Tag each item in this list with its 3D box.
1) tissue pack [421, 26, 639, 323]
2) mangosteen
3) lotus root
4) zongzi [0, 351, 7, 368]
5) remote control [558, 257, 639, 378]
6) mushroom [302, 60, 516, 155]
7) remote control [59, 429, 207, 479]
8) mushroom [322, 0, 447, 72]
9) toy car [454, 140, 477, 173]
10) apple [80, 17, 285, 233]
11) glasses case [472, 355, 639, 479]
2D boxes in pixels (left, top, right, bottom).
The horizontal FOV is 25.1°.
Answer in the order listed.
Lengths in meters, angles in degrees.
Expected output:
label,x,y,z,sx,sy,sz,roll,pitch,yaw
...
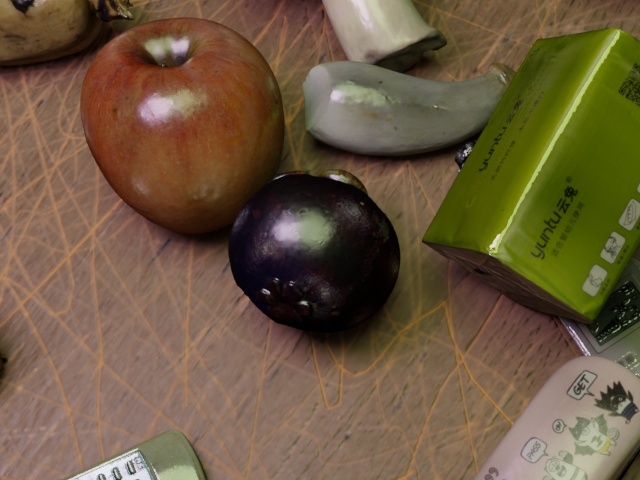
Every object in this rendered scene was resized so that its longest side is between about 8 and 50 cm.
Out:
label,x,y,z,sx,sy,sz,roll,pitch,yaw
tissue pack,0.264,-0.072,1.555,0.167,0.200,0.274,33,84,-15
mangosteen,0.000,0.000,1.623,0.194,0.194,0.230,11,37,12
lotus root,-0.371,-0.299,1.832,0.257,0.154,0.140,-15,82,6
zongzi,-0.450,0.067,1.615,0.194,0.197,0.099,25,50,21
remote control,0.380,0.168,1.552,0.109,0.055,0.313,-33,58,5
mushroom,0.115,-0.159,1.742,0.270,0.103,0.118,1,68,-6
remote control,-0.237,0.290,1.557,0.233,0.038,0.098,-24,61,-7
mushroom,0.032,-0.371,1.785,0.314,0.314,0.336,-23,82,-7
toy car,0.246,-0.103,1.704,0.171,0.070,0.080,-32,63,-10
apple,-0.162,-0.131,1.689,0.254,0.253,0.253,-3,61,5
glasses case,0.231,0.257,1.493,0.122,0.075,0.314,31,75,30
